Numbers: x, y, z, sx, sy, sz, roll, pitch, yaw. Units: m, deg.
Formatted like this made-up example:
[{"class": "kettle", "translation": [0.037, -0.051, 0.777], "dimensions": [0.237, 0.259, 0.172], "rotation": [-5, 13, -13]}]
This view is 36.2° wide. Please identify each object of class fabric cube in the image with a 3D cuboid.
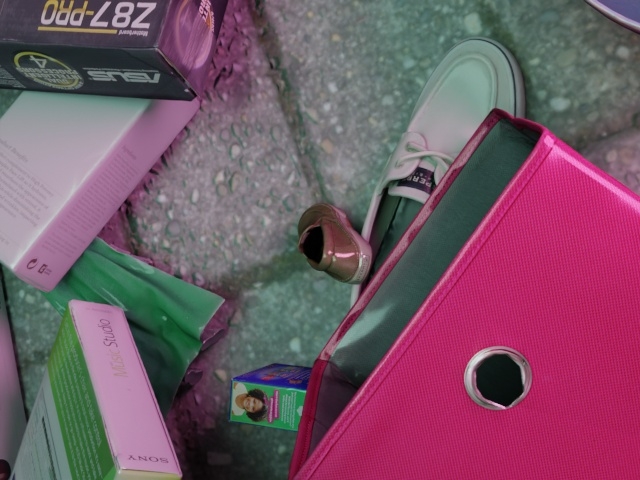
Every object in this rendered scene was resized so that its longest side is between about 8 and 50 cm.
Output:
[{"class": "fabric cube", "translation": [0.159, 0.092, 0.654], "dimensions": [0.258, 0.259, 0.254], "rotation": [35, 101, -3]}]

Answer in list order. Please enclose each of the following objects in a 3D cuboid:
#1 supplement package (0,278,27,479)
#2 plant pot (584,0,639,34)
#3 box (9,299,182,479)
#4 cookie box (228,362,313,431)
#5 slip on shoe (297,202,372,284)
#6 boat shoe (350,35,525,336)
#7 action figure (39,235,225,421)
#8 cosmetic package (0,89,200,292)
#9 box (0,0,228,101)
[{"class": "supplement package", "translation": [-0.428, 0.142, 0.977], "dimensions": [0.204, 0.145, 0.262], "rotation": [-14, 85, 21]}, {"class": "plant pot", "translation": [0.293, -0.260, 0.674], "dimensions": [0.290, 0.195, 0.290], "rotation": [0, 89, 22]}, {"class": "box", "translation": [-0.219, 0.246, 0.844], "dimensions": [0.232, 0.058, 0.322], "rotation": [54, 128, 53]}, {"class": "cookie box", "translation": [-0.011, 0.137, 0.845], "dimensions": [0.107, 0.092, 0.040], "rotation": [4, 94, 21]}, {"class": "slip on shoe", "translation": [0.000, 0.000, 0.827], "dimensions": [0.041, 0.135, 0.051], "rotation": [12, 107, -23]}, {"class": "boat shoe", "translation": [0.089, -0.043, 0.809], "dimensions": [0.096, 0.088, 0.267], "rotation": [27, 99, 19]}, {"class": "action figure", "translation": [-0.201, 0.050, 0.935], "dimensions": [0.232, 0.063, 0.137], "rotation": [33, 103, 18]}, {"class": "cosmetic package", "translation": [-0.231, -0.081, 0.904], "dimensions": [0.117, 0.085, 0.231], "rotation": [37, 83, 18]}, {"class": "box", "translation": [-0.258, -0.296, 0.892], "dimensions": [0.395, 0.097, 0.318], "rotation": [6, 70, 20]}]
